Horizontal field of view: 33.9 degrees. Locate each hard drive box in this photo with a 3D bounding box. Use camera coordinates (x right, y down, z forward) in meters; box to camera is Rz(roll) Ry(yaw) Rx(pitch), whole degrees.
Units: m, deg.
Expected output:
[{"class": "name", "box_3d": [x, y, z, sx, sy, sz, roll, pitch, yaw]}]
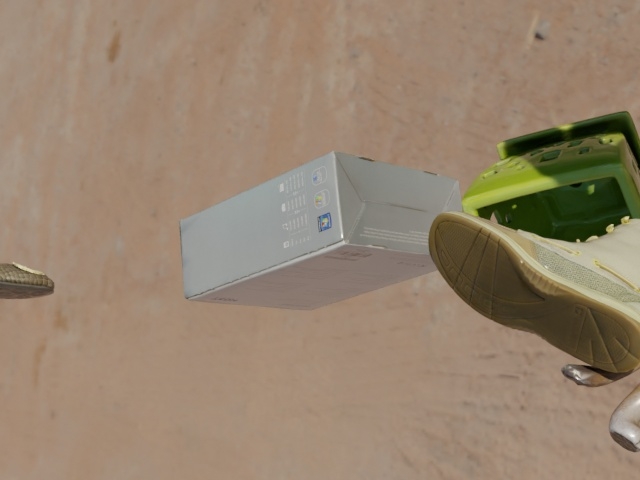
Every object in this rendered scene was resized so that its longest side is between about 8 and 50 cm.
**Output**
[{"class": "hard drive box", "box_3d": [0.000, 0.000, 1.047, 0.232, 0.181, 0.089, -21, 69, 42]}]

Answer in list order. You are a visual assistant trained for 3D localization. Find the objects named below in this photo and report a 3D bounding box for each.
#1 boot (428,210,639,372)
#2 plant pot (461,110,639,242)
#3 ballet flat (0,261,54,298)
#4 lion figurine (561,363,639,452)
[{"class": "boot", "box_3d": [0.217, 0.019, 0.919, 0.213, 0.165, 0.077, 30, 127, 28]}, {"class": "plant pot", "box_3d": [0.350, -0.040, 1.445, 0.227, 0.228, 0.207, -13, 29, 29]}, {"class": "ballet flat", "box_3d": [-0.458, 0.033, 1.313, 0.084, 0.249, 0.058, 111, 164, -68]}, {"class": "lion figurine", "box_3d": [0.412, 0.115, 0.804, 0.392, 0.142, 0.240, 31, 74, 25]}]
